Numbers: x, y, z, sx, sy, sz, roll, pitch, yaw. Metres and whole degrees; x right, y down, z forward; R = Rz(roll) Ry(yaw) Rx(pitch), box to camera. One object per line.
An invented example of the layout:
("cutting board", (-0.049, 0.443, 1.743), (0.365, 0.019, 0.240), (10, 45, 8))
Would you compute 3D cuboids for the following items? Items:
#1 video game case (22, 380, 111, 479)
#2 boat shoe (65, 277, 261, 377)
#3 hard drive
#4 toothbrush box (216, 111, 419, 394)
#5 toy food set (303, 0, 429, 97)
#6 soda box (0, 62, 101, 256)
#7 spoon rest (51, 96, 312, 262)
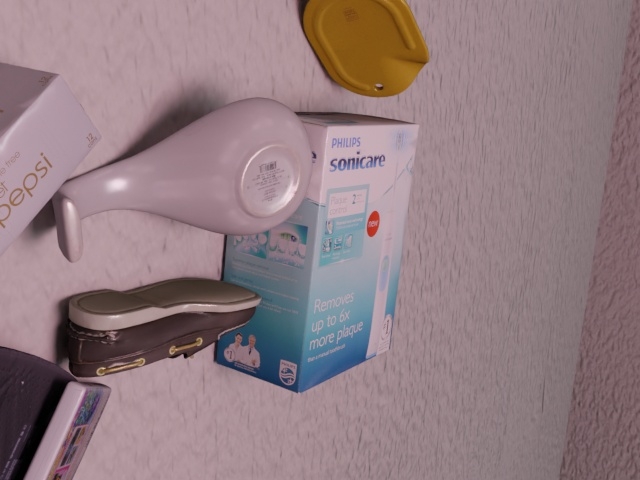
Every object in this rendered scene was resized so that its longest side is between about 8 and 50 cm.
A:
("video game case", (-0.229, 0.197, 0.711), (0.143, 0.019, 0.157), (117, -4, -78))
("boat shoe", (-0.150, 0.083, 0.812), (0.227, 0.081, 0.069), (-4, 108, -51))
("hard drive", (-0.262, 0.155, 0.593), (0.255, 0.054, 0.172), (87, 24, -76))
("toothbrush box", (0.000, 0.000, 0.974), (0.216, 0.126, 0.296), (-11, 111, -57))
("toy food set", (0.050, -0.266, 0.963), (0.218, 0.128, 0.071), (55, 35, -47))
("soda box", (-0.258, -0.028, 0.587), (0.216, 0.073, 0.069), (-58, 146, -27))
("spoon rest", (-0.120, -0.053, 0.757), (0.276, 0.084, 0.137), (-18, 119, -37))
